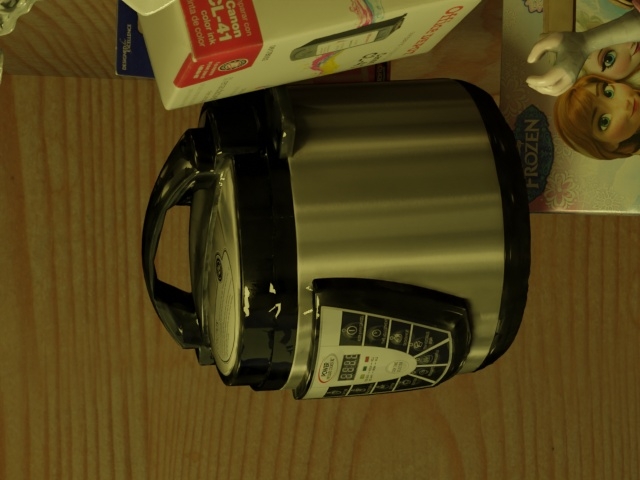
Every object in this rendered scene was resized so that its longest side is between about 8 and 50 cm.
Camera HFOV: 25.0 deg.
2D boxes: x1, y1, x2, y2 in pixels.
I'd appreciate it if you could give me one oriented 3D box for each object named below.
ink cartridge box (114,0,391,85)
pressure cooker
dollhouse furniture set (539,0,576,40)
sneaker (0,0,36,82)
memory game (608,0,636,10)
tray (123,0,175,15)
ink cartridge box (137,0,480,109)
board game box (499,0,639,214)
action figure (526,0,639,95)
[{"bbox_3d":[-0.071,-0.269,1.742,0.371,0.175,0.069,2,179,-35],"label":"ink cartridge box"},{"bbox_3d":[-0.001,-0.003,1.710,0.421,0.369,0.375,-3,-177,-13],"label":"pressure cooker"},{"bbox_3d":[0.158,-0.262,1.194,0.101,0.181,0.161,2,180,13],"label":"dollhouse furniture set"},{"bbox_3d":[-0.324,-0.261,1.525,0.366,0.210,0.137,2,180,15],"label":"sneaker"},{"bbox_3d":[0.280,-0.264,1.442,0.186,0.012,0.186,24,-156,-11],"label":"memory game"},{"bbox_3d":[-0.079,-0.279,1.077,0.270,0.030,0.145,-28,138,25],"label":"tray"},{"bbox_3d":[-0.016,-0.243,1.452,0.306,0.131,0.226,-13,175,-14],"label":"ink cartridge box"},{"bbox_3d":[0.372,-0.186,1.707,0.318,0.318,0.066,1,178,18],"label":"board game box"},{"bbox_3d":[0.295,-0.226,1.040,0.276,0.248,0.370,2,-177,19],"label":"action figure"}]
